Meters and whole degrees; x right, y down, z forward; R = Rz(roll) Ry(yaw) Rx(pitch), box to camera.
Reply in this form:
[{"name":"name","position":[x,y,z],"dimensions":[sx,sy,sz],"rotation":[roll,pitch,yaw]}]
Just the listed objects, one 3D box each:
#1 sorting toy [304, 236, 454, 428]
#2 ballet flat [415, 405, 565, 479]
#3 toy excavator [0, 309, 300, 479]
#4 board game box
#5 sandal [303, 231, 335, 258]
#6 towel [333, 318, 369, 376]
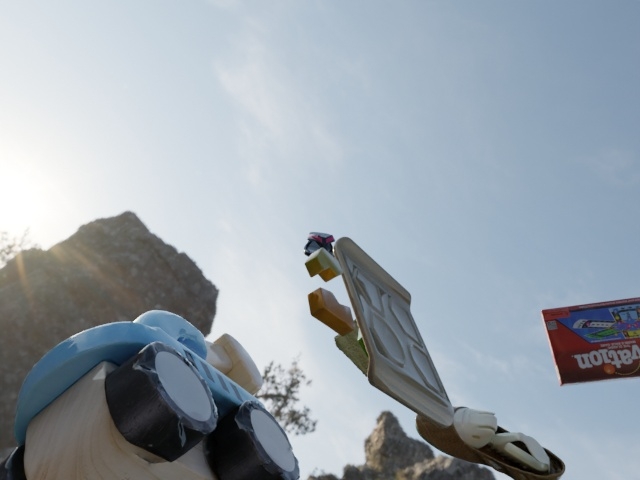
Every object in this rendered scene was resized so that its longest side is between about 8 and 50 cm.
[{"name":"sorting toy","position":[0.067,0.104,0.709],"dimensions":[0.041,0.229,0.307],"rotation":[-33,-48,20]},{"name":"ballet flat","position":[0.377,0.436,1.147],"dimensions":[0.342,0.116,0.124],"rotation":[29,-45,-3]},{"name":"toy excavator","position":[-0.192,0.210,0.737],"dimensions":[0.433,0.222,0.445],"rotation":[49,4,-36]},{"name":"board game box","position":[0.565,0.176,0.965],"dimensions":[0.281,0.145,0.027],"rotation":[-10,-31,12]},{"name":"sandal","position":[0.000,0.000,1.092],"dimensions":[0.067,0.179,0.040],"rotation":[8,-73,-5]},{"name":"towel","position":[0.109,0.227,1.119],"dimensions":[0.148,0.110,0.027],"rotation":[48,3,-11]}]
